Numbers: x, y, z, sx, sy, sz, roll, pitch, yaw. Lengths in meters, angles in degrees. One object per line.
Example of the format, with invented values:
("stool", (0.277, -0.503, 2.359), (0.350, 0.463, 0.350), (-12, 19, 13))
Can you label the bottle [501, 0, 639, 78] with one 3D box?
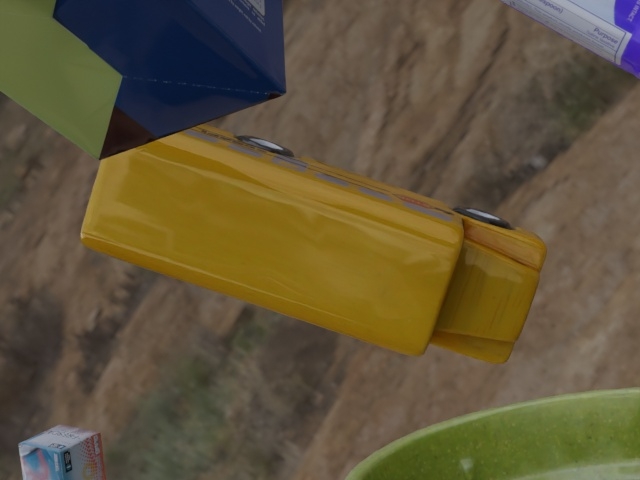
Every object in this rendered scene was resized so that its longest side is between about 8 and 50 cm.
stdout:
("bottle", (0.177, -0.144, 0.775), (0.118, 0.282, 0.092), (-59, -11, 3))

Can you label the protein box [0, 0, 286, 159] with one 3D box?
("protein box", (-0.127, -0.190, 0.835), (0.136, 0.200, 0.201), (-17, 59, 24))

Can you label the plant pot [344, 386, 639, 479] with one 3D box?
("plant pot", (0.171, 0.249, 0.922), (0.276, 0.276, 0.254), (1, 104, 60))

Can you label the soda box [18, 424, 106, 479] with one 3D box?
("soda box", (-0.249, 0.280, 1.490), (0.058, 0.183, 0.063), (4, 15, 34))

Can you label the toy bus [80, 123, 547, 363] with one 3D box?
("toy bus", (0.000, 0.000, 1.128), (0.130, 0.332, 0.108), (-68, -3, -81))
